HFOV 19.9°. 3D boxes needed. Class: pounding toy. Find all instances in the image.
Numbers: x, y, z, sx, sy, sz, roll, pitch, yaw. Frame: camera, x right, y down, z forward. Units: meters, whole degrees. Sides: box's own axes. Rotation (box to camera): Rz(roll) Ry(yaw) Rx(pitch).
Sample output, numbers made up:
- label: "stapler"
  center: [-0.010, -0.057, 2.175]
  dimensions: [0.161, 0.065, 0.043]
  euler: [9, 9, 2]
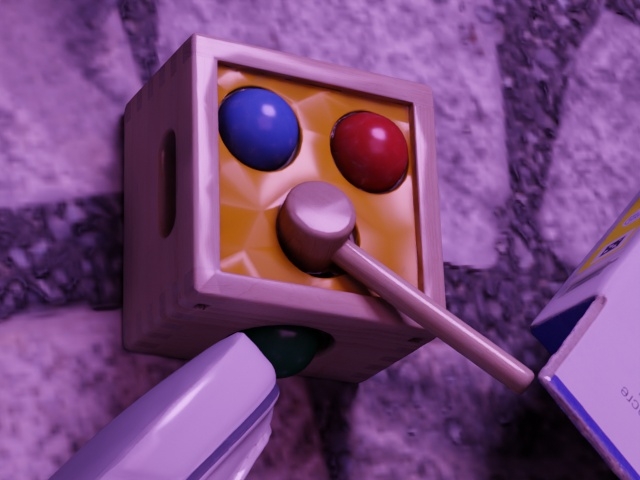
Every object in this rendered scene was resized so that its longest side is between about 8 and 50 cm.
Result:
- label: "pounding toy"
  center: [0.000, 0.000, 0.727]
  dimensions: [0.130, 0.100, 0.141]
  euler: [10, 64, -26]

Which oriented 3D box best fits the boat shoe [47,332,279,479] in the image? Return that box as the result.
- label: "boat shoe"
  center: [-0.085, 0.147, 0.615]
  dimensions: [0.088, 0.096, 0.267]
  euler: [45, 55, -10]

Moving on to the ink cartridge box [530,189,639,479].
- label: "ink cartridge box"
  center: [0.229, 0.109, 0.799]
  dimensions: [0.303, 0.072, 0.307]
  euler: [51, 43, -2]
